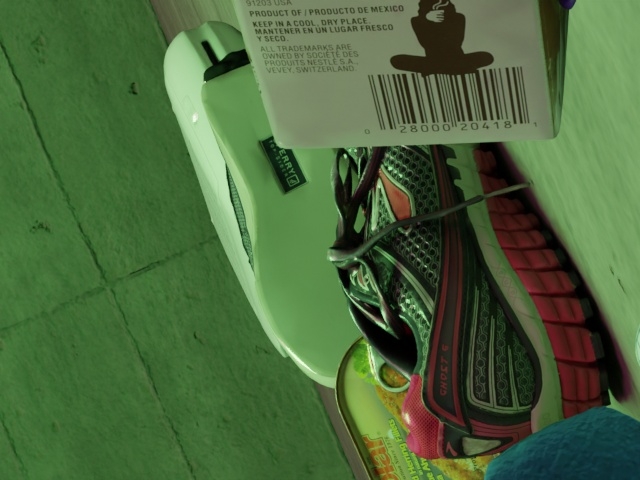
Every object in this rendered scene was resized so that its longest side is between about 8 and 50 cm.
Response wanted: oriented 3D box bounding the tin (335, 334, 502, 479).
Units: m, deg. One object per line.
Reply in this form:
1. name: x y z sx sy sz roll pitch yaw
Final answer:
1. tin: 0.082 0.151 1.425 0.189 0.106 0.040 67 -165 -1

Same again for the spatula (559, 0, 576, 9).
1. spatula: 0.085 -0.072 0.494 0.296 0.030 0.084 -95 -1 -61

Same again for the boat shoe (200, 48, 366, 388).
1. boat shoe: 0.000 0.000 1.601 0.158 0.127 0.340 63 -173 -57

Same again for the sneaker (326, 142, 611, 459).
1. sneaker: 0.049 -0.014 1.040 0.121 0.112 0.299 73 172 -51

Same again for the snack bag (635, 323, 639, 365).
1. snack bag: 0.193 0.108 0.585 0.323 0.037 0.342 79 166 -64

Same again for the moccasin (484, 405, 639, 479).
1. moccasin: 0.162 0.215 0.638 0.117 0.138 0.342 66 -174 -59

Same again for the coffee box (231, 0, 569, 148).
1. coffee box: 0.017 -0.158 0.552 0.246 0.098 0.141 74 -161 -51

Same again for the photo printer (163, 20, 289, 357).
1. photo printer: -0.063 -0.058 1.908 0.307 0.107 0.256 74 170 -52
